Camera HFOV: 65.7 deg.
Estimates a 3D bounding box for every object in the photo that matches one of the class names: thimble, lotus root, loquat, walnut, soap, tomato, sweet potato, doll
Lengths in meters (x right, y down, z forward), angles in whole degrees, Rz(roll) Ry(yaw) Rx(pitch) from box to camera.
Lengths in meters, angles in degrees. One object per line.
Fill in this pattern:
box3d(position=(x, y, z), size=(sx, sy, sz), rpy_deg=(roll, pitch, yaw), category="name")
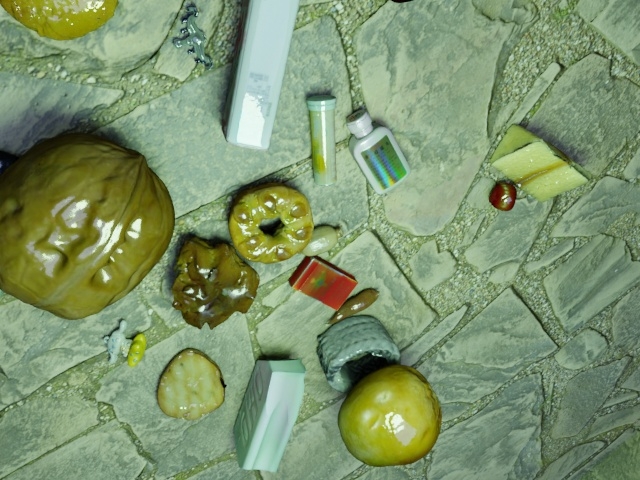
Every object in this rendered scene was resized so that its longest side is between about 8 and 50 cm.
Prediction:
box3d(position=(0.118, 0.356, 1.527), size=(0.245, 0.157, 0.217), rpy_deg=(3, 113, -18), category="thimble")
box3d(position=(0.000, 0.000, 1.372), size=(0.150, 0.073, 0.062), rpy_deg=(-23, 162, -7), category="lotus root")
box3d(position=(0.193, 0.487, 1.391), size=(0.283, 0.276, 0.276), rpy_deg=(-23, 122, 24), category="loquat")
box3d(position=(-0.506, -0.030, 1.059), size=(0.398, 0.308, 0.354), rpy_deg=(-51, 140, 7), category="walnut")
box3d(position=(-0.153, 0.498, 1.478), size=(0.114, 0.208, 0.347), rpy_deg=(12, 110, -22), category="soap")
box3d(position=(0.543, -0.131, 1.477), size=(0.075, 0.087, 0.087), rpy_deg=(14, 112, 7), category="tomato")
box3d(position=(0.096, 0.204, 1.510), size=(0.194, 0.056, 0.056), rpy_deg=(-31, 119, 3), category="sweet potato")
box3d(position=(-0.531, 0.278, 1.348), size=(0.113, 0.071, 0.136), rpy_deg=(0, 109, 3), category="doll")

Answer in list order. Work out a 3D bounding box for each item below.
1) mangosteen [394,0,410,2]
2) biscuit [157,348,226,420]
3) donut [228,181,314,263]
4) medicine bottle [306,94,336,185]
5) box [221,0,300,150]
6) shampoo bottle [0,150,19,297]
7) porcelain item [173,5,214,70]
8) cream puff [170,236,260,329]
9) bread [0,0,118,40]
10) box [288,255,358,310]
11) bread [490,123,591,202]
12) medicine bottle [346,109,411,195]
box3d(position=(0.172, -0.623, 1.064), size=(0.209, 0.210, 0.210), rpy_deg=(-7, 116, -14), category="mangosteen")
box3d(position=(-0.382, 0.431, 1.475), size=(0.202, 0.041, 0.260), rpy_deg=(-3, 114, -13), category="biscuit")
box3d(position=(-0.130, -0.045, 1.286), size=(0.226, 0.114, 0.227), rpy_deg=(-7, 116, -15), category="donut")
box3d(position=(0.007, -0.253, 1.259), size=(0.073, 0.074, 0.218), rpy_deg=(-10, 119, -13), category="medicine bottle")
box3d(position=(-0.131, -0.399, 1.079), size=(0.112, 0.190, 0.370), rpy_deg=(8, 113, -21), category="box")
box3d(position=(-0.770, -0.031, 1.112), size=(0.134, 0.078, 0.360), rpy_deg=(13, 110, -18), category="shampoo bottle")
box3d(position=(-0.291, -0.442, 1.101), size=(0.075, 0.021, 0.136), rpy_deg=(-18, 118, -9), category="porcelain item")
box3d(position=(-0.285, 0.109, 1.294), size=(0.240, 0.155, 0.269), rpy_deg=(-25, 126, 1), category="cream puff")
box3d(position=(-0.499, -0.506, 0.939), size=(0.239, 0.139, 0.240), rpy_deg=(-7, 116, -14), category="bread")
box3d(position=(0.008, 0.120, 1.443), size=(0.175, 0.048, 0.112), rpy_deg=(31, 104, -28), category="box")
box3d(position=(0.647, -0.232, 1.452), size=(0.265, 0.178, 0.142), rpy_deg=(23, 74, -28), category="bread")
box3d(position=(0.144, -0.236, 1.302), size=(0.115, 0.078, 0.219), rpy_deg=(-34, 119, 3), category="medicine bottle")
